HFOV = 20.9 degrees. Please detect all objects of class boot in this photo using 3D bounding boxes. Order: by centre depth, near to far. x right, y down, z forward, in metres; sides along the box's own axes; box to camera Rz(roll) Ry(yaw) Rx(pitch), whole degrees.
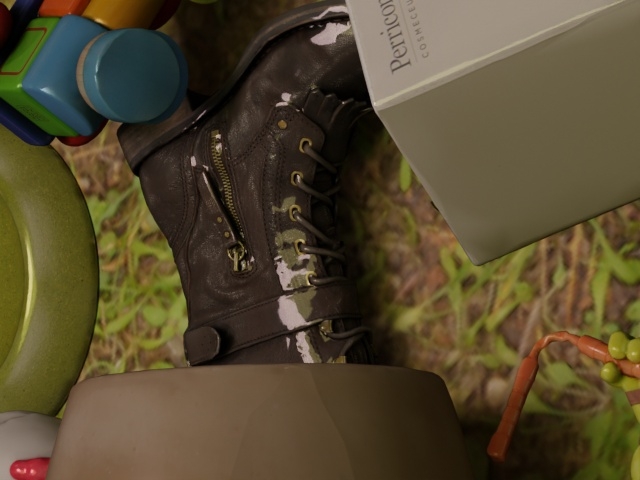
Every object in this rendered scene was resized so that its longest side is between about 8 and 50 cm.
[{"bbox_3d":[0.000,0.000,0.997,0.263,0.091,0.229,-28,75,37],"label":"boot"}]

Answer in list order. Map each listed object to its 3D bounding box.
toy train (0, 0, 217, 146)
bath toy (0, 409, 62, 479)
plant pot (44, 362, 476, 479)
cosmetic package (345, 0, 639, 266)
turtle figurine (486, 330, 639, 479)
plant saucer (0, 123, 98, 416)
[{"bbox_3d":[-0.098,-0.170,1.023,0.143,0.105,0.248,9,64,51],"label":"toy train"},{"bbox_3d":[-0.167,0.270,1.027,0.129,0.151,0.348,-28,59,59],"label":"bath toy"},{"bbox_3d":[-0.028,0.208,0.854,0.323,0.323,0.280,-9,77,35],"label":"plant pot"},{"bbox_3d":[0.125,-0.145,0.799,0.224,0.138,0.224,-24,50,14],"label":"cosmetic package"},{"bbox_3d":[0.203,0.162,0.827,0.217,0.087,0.270,-15,69,26],"label":"turtle figurine"},{"bbox_3d":[-0.253,0.032,1.197,0.241,0.037,0.241,-4,83,36],"label":"plant saucer"}]
